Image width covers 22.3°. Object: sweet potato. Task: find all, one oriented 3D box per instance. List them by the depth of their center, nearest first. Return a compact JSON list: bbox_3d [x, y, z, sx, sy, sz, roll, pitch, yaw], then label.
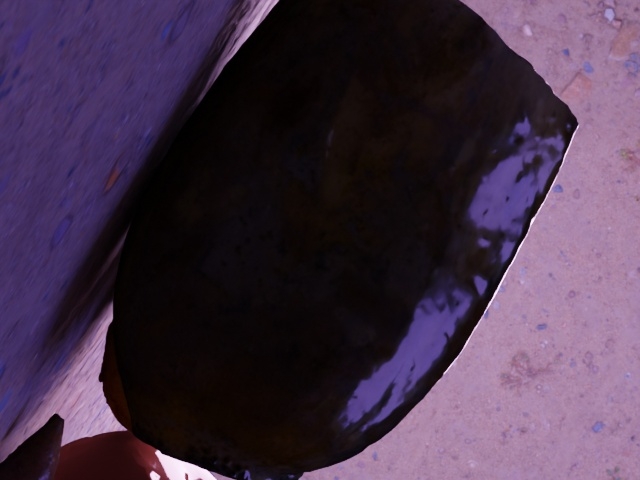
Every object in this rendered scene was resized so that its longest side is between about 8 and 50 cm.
[{"bbox_3d":[-0.234,0.215,1.113,0.218,0.051,0.065,-60,174,5],"label":"sweet potato"}]

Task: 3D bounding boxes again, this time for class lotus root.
[{"bbox_3d":[0.000,0.000,1.088,0.346,0.250,0.250,-60,178,-7],"label":"lotus root"}]

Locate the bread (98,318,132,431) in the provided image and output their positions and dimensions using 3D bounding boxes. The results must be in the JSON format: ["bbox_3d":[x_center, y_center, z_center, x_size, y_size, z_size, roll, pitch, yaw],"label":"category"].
[{"bbox_3d":[-0.097,0.021,1.251,0.139,0.095,0.269,123,-16,-78],"label":"bread"}]

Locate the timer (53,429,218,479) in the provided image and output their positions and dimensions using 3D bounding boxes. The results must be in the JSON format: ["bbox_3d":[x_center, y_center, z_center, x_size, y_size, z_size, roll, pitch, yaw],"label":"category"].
[{"bbox_3d":[-0.154,0.265,1.229,0.215,0.229,0.229,-46,179,3],"label":"timer"}]
